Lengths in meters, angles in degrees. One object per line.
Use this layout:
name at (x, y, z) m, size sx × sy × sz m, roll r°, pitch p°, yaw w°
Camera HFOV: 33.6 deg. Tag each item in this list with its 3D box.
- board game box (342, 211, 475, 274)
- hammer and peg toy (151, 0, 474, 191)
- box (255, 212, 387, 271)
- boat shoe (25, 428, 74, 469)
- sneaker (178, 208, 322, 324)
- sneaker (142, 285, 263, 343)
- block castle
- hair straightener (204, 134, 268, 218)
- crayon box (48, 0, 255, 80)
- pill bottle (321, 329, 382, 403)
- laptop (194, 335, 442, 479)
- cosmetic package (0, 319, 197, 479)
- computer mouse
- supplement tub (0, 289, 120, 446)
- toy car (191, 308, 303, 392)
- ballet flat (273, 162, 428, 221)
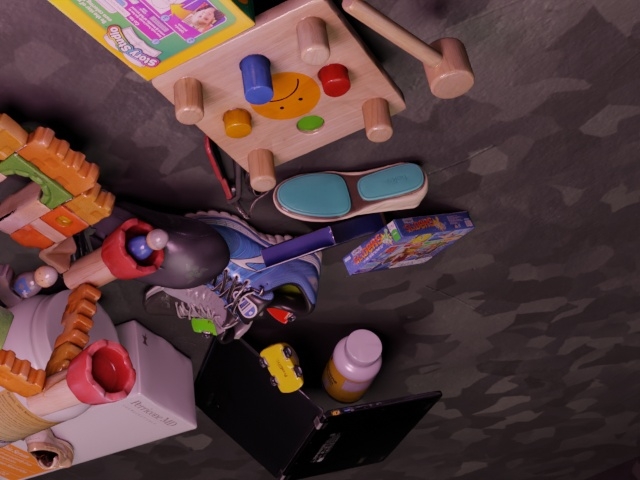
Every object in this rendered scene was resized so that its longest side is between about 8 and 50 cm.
board game box at (0.152, 0.004, 1.798) m, size 0.201 × 0.035 × 0.136 m, roll -7°, pitch 156°, yaw -47°
hammer and peg toy at (-0.006, -0.221, 1.364) m, size 0.361 × 0.127 × 0.266 m, roll -22°, pitch 145°, yaw 21°
box at (0.000, 0.000, 1.700) m, size 0.136 × 0.037 × 0.225 m, roll -19°, pitch 180°, yaw 30°
boat shoe at (-0.517, 0.406, 2.011) m, size 0.063 × 0.059 × 0.170 m, roll -13°, pitch 147°, yaw 7°
sneaker at (-0.137, 0.052, 1.755) m, size 0.329 × 0.147 × 0.130 m, roll 13°, pitch 142°, yaw -27°
sneaker at (-0.207, 0.127, 1.876) m, size 0.228 × 0.132 × 0.086 m, roll -15°, pitch 149°, yaw 9°
block castle at (-0.419, 0.005, 1.395) m, size 0.212 × 0.303 × 0.453 m, roll -25°, pitch 131°, yaw 34°
hair straightener at (-0.114, -0.098, 1.612) m, size 0.089 × 0.047 × 0.230 m, roll -9°, pitch 149°, yaw 1°
crayon box at (-0.218, -0.311, 1.202) m, size 0.165 × 0.081 × 0.278 m, roll -22°, pitch 147°, yaw 22°
pill bottle at (0.069, 0.259, 2.194) m, size 0.103 × 0.103 × 0.184 m, roll 0°, pitch 147°, yaw -15°
laptop at (-0.024, 0.330, 2.218) m, size 0.407 × 0.236 × 0.382 m, roll -7°, pitch 152°, yaw -22°
cosmetic package at (-0.500, 0.330, 2.107) m, size 0.453 × 0.162 × 0.230 m, roll -19°, pitch 148°, yaw 15°
computer mouse at (-0.277, 0.018, 1.629) m, size 0.272 × 0.072 × 0.189 m, roll 12°, pitch 124°, yaw -4°
supplement tub at (-0.531, 0.230, 1.867) m, size 0.316 × 0.228 × 0.228 m, roll -23°, pitch 146°, yaw 23°
toy car at (-0.127, 0.156, 1.978) m, size 0.224 × 0.053 × 0.239 m, roll 9°, pitch 110°, yaw 8°
ballet flat at (0.048, -0.068, 1.680) m, size 0.248 × 0.086 × 0.086 m, roll -6°, pitch 149°, yaw -5°
